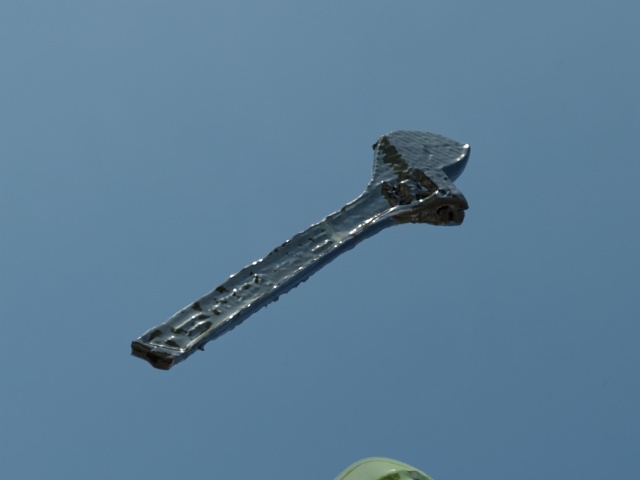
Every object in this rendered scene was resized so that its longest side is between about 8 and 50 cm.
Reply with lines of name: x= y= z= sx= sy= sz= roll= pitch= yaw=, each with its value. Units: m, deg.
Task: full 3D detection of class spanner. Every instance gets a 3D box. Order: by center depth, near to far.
spanner: x=0.000 y=0.000 z=1.090 sx=0.093 sy=0.325 sz=0.026 roll=32 pitch=-47 yaw=27

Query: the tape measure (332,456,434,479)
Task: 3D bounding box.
tape measure: x=0.061 y=0.181 z=0.788 sx=0.175 sy=0.200 sz=0.106 roll=40 pitch=-98 yaw=-4
